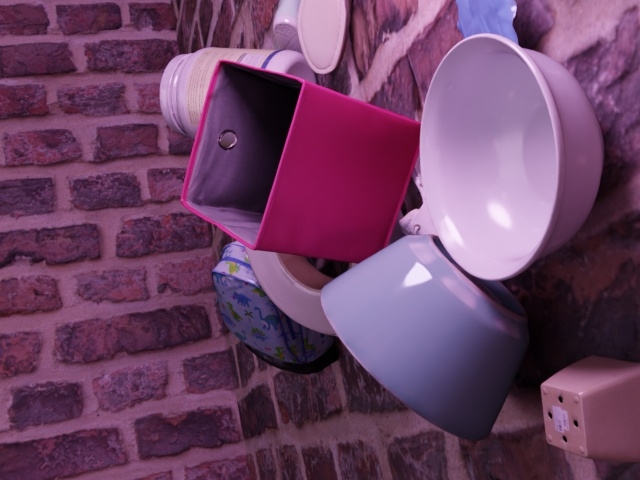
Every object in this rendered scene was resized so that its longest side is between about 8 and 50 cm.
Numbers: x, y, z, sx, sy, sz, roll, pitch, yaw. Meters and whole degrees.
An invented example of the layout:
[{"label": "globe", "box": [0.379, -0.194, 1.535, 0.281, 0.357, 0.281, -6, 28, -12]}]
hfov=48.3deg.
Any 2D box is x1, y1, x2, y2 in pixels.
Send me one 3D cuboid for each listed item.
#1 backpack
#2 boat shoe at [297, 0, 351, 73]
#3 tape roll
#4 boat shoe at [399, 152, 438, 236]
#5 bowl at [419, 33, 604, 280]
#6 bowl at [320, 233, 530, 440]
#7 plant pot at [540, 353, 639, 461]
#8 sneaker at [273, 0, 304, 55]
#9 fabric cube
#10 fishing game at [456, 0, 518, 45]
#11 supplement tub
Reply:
[{"label": "backpack", "box": [-0.118, 0.136, 1.742, 0.290, 0.273, 0.356, 24, 122, 37]}, {"label": "boat shoe", "box": [0.016, -0.511, 1.471, 0.116, 0.096, 0.324, 3, 107, 30]}, {"label": "tape roll", "box": [0.000, 0.000, 1.443, 0.392, 0.072, 0.392, 17, 118, 34]}, {"label": "boat shoe", "box": [0.173, -0.030, 1.176, 0.098, 0.096, 0.277, 131, 130, -65]}, {"label": "bowl", "box": [0.248, -0.103, 0.880, 0.298, 0.134, 0.298, 174, 90, -71]}, {"label": "bowl", "box": [0.170, 0.107, 1.006, 0.163, 0.311, 0.311, -52, 36, 14]}, {"label": "plant pot", "box": [0.321, 0.200, 0.831, 0.109, 0.096, 0.109, 175, 88, -70]}, {"label": "sneaker", "box": [-0.057, -0.505, 1.727, 0.256, 0.094, 0.151, 93, -170, -69]}, {"label": "fabric cube", "box": [-0.033, -0.126, 1.162, 0.259, 0.258, 0.254, 29, 106, 48]}, {"label": "fishing game", "box": [0.235, -0.285, 0.976, 0.264, 0.041, 0.189, 86, 167, -56]}, {"label": "supplement tub", "box": [-0.194, -0.339, 1.711, 0.325, 0.235, 0.235, 10, 111, 25]}]
